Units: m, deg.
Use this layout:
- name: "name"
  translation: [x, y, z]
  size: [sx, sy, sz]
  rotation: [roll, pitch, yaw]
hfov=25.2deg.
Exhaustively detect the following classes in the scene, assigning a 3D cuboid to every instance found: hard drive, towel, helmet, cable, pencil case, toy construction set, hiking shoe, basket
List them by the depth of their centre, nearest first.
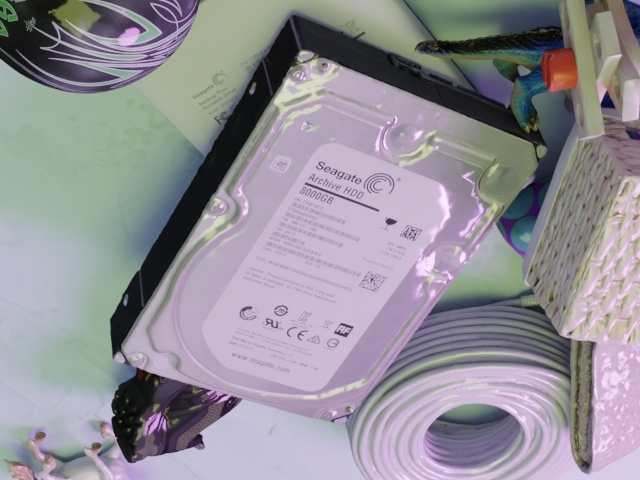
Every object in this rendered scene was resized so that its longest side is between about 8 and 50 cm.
- name: "helmet"
  translation: [-0.168, -0.185, 1.027]
  size: [0.162, 0.169, 0.169]
  rotation: [30, 125, -8]
- name: "toy construction set"
  translation: [0.299, -0.187, 1.041]
  size: [0.328, 0.151, 0.215]
  rotation: [-13, 109, -15]
- name: "basket"
  translation: [0.243, -0.006, 1.130]
  size: [0.113, 0.103, 0.167]
  rotation: [7, 122, -15]
- name: "hard drive"
  translation: [0.009, -0.107, 1.188]
  size: [0.210, 0.040, 0.318]
  rotation: [-30, 129, 20]
- name: "hard drive"
  translation: [0.000, 0.000, 1.193]
  size: [0.237, 0.064, 0.339]
  rotation: [20, 121, -25]
- name: "pencil case"
  translation: [0.223, -0.045, 1.251]
  size: [0.152, 0.070, 0.064]
  rotation: [-33, 163, 20]
- name: "towel"
  translation: [0.316, 0.079, 1.322]
  size: [0.187, 0.049, 0.282]
  rotation: [-22, 129, -19]
- name: "hiking shoe"
  translation: [-0.118, 0.116, 1.369]
  size: [0.114, 0.086, 0.227]
  rotation: [0, 132, -38]
- name: "cable"
  translation: [0.152, 0.173, 1.429]
  size: [0.257, 0.089, 0.257]
  rotation: [-9, 133, 2]

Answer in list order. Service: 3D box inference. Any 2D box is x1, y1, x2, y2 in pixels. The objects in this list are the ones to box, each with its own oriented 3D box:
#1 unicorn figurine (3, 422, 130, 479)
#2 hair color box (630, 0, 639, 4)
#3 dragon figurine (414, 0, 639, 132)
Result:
- name: "unicorn figurine"
  translation: [-0.236, 0.242, 1.484]
  size: [0.162, 0.060, 0.111]
  rotation: [5, 135, 12]
- name: "hair color box"
  translation: [0.278, -0.229, 0.898]
  size: [0.375, 0.113, 0.185]
  rotation: [24, 87, 7]
- name: "dragon figurine"
  translation: [0.215, -0.153, 1.135]
  size: [0.289, 0.085, 0.144]
  rotation: [21, 127, -24]
